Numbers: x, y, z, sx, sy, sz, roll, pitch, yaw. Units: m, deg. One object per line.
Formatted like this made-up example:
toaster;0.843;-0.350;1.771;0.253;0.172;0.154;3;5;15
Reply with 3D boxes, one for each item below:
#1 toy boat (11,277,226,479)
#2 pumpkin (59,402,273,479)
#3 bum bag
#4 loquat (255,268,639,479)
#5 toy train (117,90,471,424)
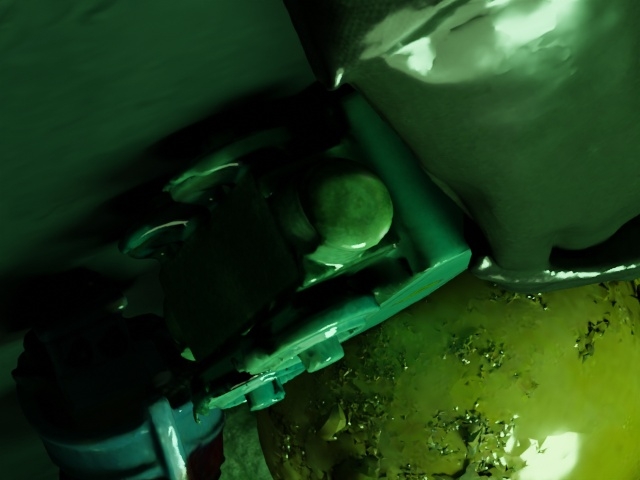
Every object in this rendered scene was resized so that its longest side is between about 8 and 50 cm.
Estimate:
toy boat;-0.104;0.068;0.938;0.100;0.097;0.223;-23;-165;-15
pumpkin;-0.029;0.151;1.267;0.300;0.207;0.300;-23;162;-8
bum bag;0.080;-0.058;0.638;0.142;0.080;0.326;-29;151;3
loquat;0.075;0.074;1.007;0.235;0.235;0.235;-21;170;-4
toy train;0.000;0.000;0.820;0.154;0.107;0.198;-25;173;-27
